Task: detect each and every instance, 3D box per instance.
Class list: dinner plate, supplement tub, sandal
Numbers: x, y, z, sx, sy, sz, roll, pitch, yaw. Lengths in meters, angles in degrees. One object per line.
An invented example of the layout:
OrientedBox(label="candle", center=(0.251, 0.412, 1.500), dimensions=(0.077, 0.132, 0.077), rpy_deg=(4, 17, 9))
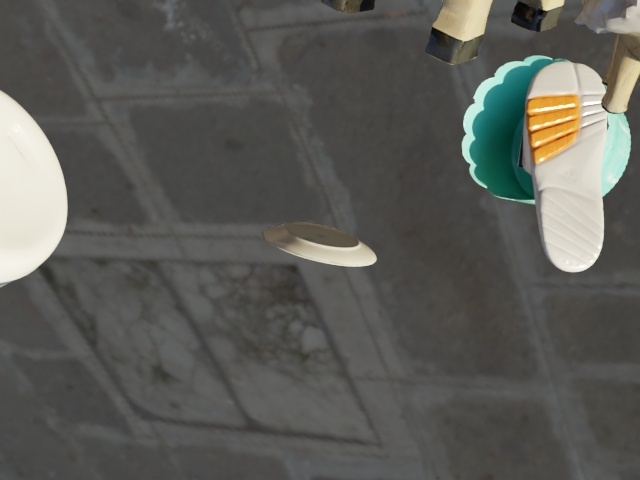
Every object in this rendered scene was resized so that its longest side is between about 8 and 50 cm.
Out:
OrientedBox(label="dinner plate", center=(0.000, 0.000, 1.339), dimensions=(0.141, 0.141, 0.017), rpy_deg=(15, 106, 11))
OrientedBox(label="supplement tub", center=(-0.289, -0.013, 0.762), dimensions=(0.200, 0.144, 0.144), rpy_deg=(-23, 121, 30))
OrientedBox(label="sandal", center=(0.281, -0.085, 1.332), dimensions=(0.102, 0.265, 0.076), rpy_deg=(7, 163, -9))

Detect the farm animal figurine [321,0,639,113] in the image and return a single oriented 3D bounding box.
OrientedBox(label="farm animal figurine", center=(0.099, -0.226, 0.631), dimensions=(0.330, 0.327, 0.172), rpy_deg=(21, 122, 11))

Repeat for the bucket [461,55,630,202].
OrientedBox(label="bucket", center=(0.415, -0.187, 2.018), dimensions=(0.281, 0.281, 0.183), rpy_deg=(-7, 169, 32))
